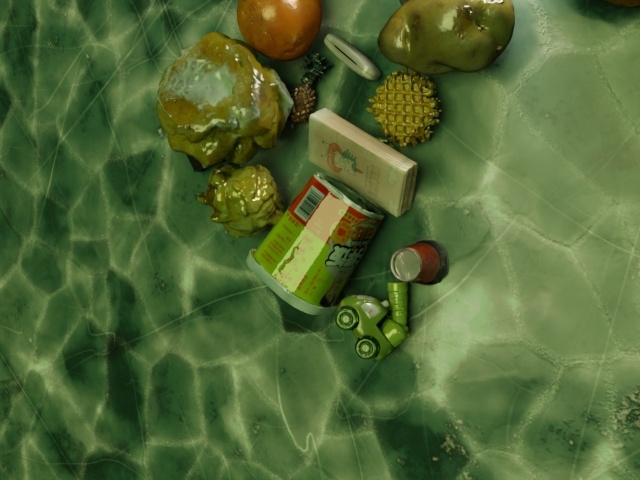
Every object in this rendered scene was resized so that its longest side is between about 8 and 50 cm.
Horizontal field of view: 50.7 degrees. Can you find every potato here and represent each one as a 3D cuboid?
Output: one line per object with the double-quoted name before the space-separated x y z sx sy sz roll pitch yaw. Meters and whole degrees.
"potato" 0.295 -0.511 1.637 0.350 0.202 0.218 4 84 38

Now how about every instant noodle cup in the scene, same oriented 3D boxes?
"instant noodle cup" 0.245 0.060 1.727 0.127 0.135 0.127 1 92 32
"instant noodle cup" 0.000 0.000 1.818 0.294 0.294 0.308 40 105 24

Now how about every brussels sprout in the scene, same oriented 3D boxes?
"brussels sprout" 0.172 -0.242 1.805 0.085 0.058 0.085 38 146 32

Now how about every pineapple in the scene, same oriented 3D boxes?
"pineapple" -0.042 -0.423 1.910 0.083 0.103 0.221 22 105 -6

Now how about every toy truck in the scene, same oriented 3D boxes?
"toy truck" 0.157 0.218 1.795 0.210 0.148 0.187 -19 84 10

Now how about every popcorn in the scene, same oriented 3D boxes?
"popcorn" -0.221 -0.111 1.959 0.256 0.254 0.195 -43 24 61

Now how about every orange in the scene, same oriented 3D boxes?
"orange" -0.111 -0.618 1.858 0.239 0.240 0.240 1 93 31

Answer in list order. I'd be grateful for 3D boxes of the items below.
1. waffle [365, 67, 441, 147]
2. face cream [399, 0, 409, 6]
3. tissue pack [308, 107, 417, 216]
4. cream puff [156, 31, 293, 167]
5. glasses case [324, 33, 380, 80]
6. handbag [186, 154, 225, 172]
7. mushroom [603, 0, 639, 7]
"waffle" 0.223 -0.341 1.747 0.197 0.070 0.193 46 131 20
"face cream" 0.194 -0.687 1.664 0.092 0.311 0.092 -17 42 16
"tissue pack" 0.106 -0.209 1.800 0.325 0.071 0.170 36 144 26
"cream puff" -0.264 -0.364 1.893 0.378 0.275 0.379 -3 74 9
"glasses case" 0.086 -0.499 1.838 0.193 0.074 0.049 45 116 23
"handbag" -0.352 -0.356 2.092 0.223 0.080 0.247 -18 101 34
"mushroom" 0.618 -0.637 1.397 0.345 0.259 0.346 2 94 32
